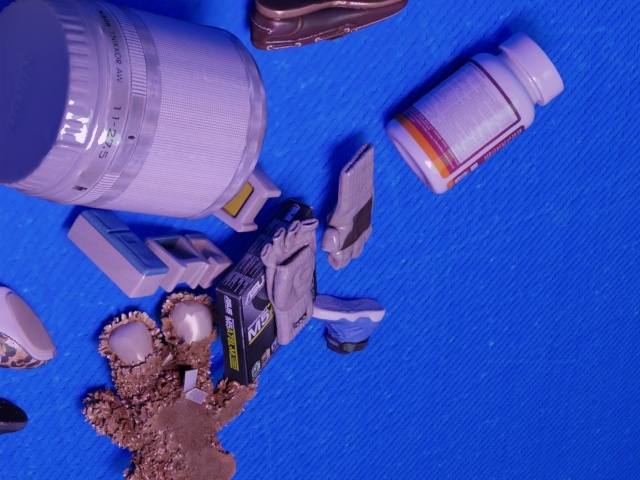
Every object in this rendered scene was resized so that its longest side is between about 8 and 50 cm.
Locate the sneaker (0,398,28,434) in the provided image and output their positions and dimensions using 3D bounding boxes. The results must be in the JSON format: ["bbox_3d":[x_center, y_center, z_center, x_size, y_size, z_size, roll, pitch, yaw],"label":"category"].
[{"bbox_3d":[-0.467,0.247,2.031,0.170,0.051,0.089,9,122,-39],"label":"sneaker"}]

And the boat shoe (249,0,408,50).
[{"bbox_3d":[0.010,-0.274,1.886,0.207,0.073,0.073,-11,136,-22],"label":"boat shoe"}]

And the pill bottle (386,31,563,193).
[{"bbox_3d":[0.206,-0.172,2.103,0.221,0.121,0.121,-38,142,-2],"label":"pill bottle"}]

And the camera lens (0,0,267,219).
[{"bbox_3d":[-0.213,-0.141,1.711,0.274,0.219,0.219,7,123,-43],"label":"camera lens"}]

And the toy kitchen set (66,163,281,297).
[{"bbox_3d":[-0.177,-0.037,1.960,0.166,0.122,0.207,-55,160,19],"label":"toy kitchen set"}]

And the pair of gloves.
[{"bbox_3d":[0.000,0.000,2.101,0.240,0.042,0.204,-51,156,-27],"label":"pair of gloves"}]

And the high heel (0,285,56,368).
[{"bbox_3d":[-0.449,0.129,1.922,0.186,0.093,0.261,-27,153,13],"label":"high heel"}]

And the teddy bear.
[{"bbox_3d":[-0.209,0.210,2.176,0.245,0.113,0.338,-38,135,-13],"label":"teddy bear"}]

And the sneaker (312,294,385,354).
[{"bbox_3d":[0.024,0.128,2.304,0.152,0.058,0.085,3,118,-49],"label":"sneaker"}]

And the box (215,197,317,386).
[{"bbox_3d":[-0.069,0.070,2.116,0.191,0.045,0.184,-52,155,-37],"label":"box"}]
